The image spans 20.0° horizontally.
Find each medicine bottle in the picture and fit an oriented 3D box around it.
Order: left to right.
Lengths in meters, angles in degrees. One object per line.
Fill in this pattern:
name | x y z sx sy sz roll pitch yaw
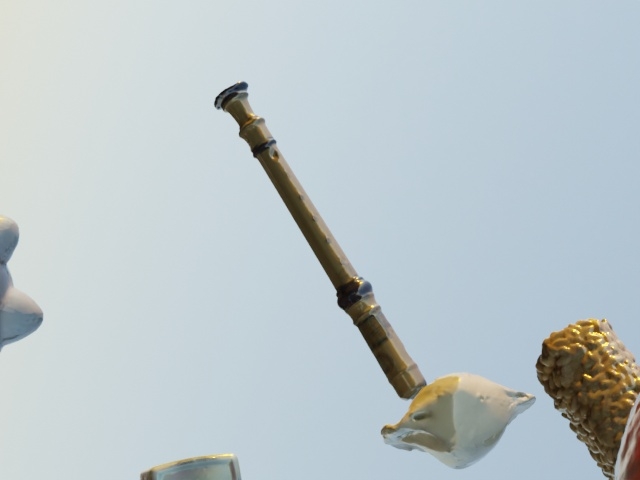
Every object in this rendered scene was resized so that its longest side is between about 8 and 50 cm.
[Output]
medicine bottle | -0.108 0.206 1.484 0.118 0.074 0.055 140 -61 -75

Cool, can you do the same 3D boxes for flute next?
flute | 0.000 0.000 1.120 0.233 0.027 0.027 59 -33 18

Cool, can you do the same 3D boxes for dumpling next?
dumpling | 0.075 0.098 1.003 0.076 0.052 0.057 -42 -177 -20

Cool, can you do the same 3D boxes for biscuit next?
biscuit | 0.252 0.146 1.554 0.168 0.082 0.070 59 -3 31

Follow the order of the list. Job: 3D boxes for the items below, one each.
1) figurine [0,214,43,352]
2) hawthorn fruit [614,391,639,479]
figurine | -0.320 0.025 0.756 0.248 0.380 0.203 61 8 -10
hawthorn fruit | 0.294 0.143 1.032 0.262 0.258 0.258 -50 160 -68
